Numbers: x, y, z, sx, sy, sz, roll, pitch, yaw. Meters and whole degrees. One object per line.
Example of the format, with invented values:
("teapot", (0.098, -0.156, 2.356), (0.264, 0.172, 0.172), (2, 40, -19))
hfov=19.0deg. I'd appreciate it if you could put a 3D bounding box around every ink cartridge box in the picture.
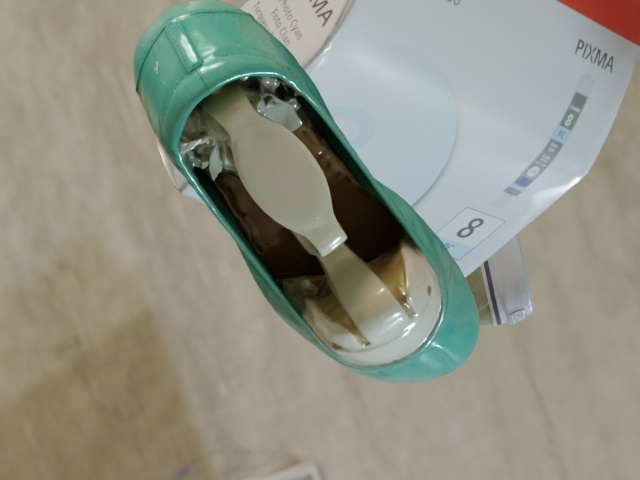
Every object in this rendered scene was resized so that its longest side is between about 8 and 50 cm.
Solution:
("ink cartridge box", (0.119, -0.139, 1.296), (0.308, 0.385, 0.091), (19, 39, -46))

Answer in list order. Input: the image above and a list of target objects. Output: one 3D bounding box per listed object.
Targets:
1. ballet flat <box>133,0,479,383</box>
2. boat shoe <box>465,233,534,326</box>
("ballet flat", (0.000, 0.000, 0.863), (0.247, 0.083, 0.087), (51, 9, -31))
("boat shoe", (0.107, -0.067, 1.665), (0.109, 0.094, 0.302), (77, -2, -86))
